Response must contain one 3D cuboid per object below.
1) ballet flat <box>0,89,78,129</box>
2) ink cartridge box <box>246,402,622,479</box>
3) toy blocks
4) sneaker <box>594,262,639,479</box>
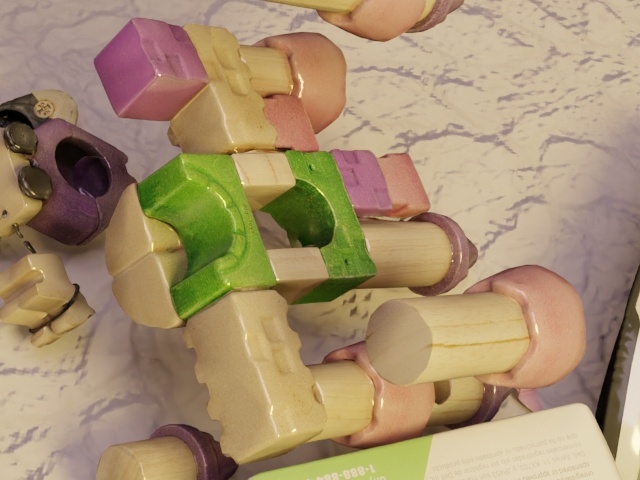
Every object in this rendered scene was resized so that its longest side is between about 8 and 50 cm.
[{"bbox_3d":[-0.229,-0.052,0.939,0.173,0.049,0.057,-34,69,-26],"label":"ballet flat"},{"bbox_3d":[0.099,0.279,0.739,0.207,0.119,0.353,-10,59,-16],"label":"ink cartridge box"},{"bbox_3d":[0.000,0.000,0.876,0.260,0.309,0.288,-2,65,-49],"label":"toy blocks"},{"bbox_3d":[0.283,0.060,0.915,0.178,0.124,0.295,17,55,13],"label":"sneaker"}]
